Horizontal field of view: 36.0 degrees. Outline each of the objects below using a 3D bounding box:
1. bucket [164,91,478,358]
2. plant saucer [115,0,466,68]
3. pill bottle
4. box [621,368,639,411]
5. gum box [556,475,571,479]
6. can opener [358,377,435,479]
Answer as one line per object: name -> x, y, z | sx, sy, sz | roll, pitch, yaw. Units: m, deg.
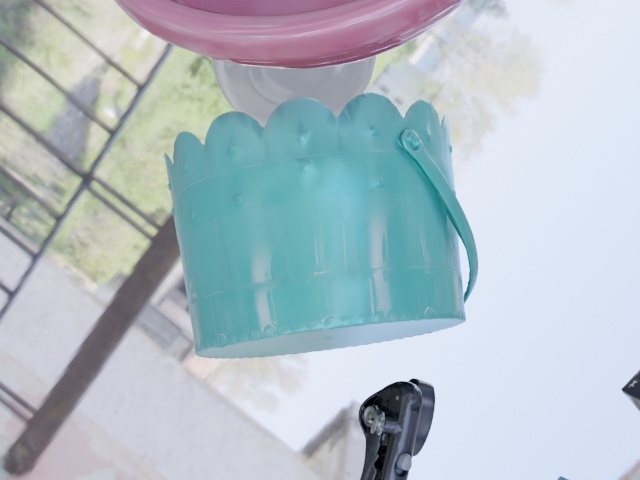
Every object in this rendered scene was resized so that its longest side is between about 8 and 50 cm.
bucket -> 0.000, 0.000, 0.876 | 0.281, 0.281, 0.183 | 90, -7, -80
plant saucer -> 0.000, -0.243, 0.715 | 0.332, 0.332, 0.084 | -52, 149, -20
pill bottle -> -0.058, -0.314, 1.310 | 0.204, 0.204, 0.361 | -51, -151, 23
box -> 0.454, 0.148, 0.973 | 0.184, 0.103, 0.261 | -48, -164, -6
gum box -> 0.185, 0.317, 0.818 | 0.184, 0.157, 0.041 | -41, -156, -19
can opener -> 0.056, 0.209, 0.850 | 0.059, 0.073, 0.186 | 8, -97, 67
